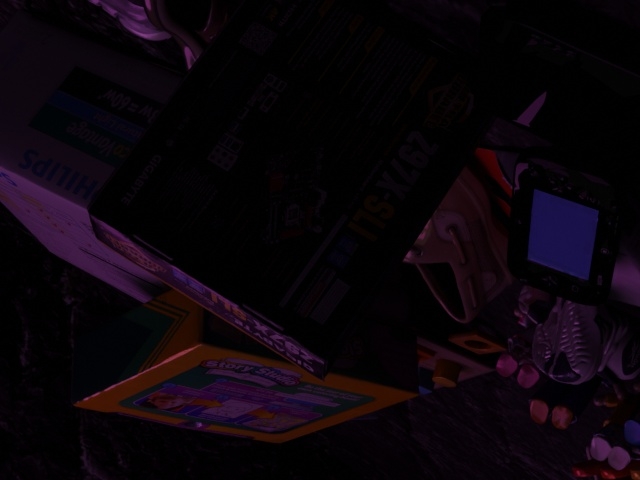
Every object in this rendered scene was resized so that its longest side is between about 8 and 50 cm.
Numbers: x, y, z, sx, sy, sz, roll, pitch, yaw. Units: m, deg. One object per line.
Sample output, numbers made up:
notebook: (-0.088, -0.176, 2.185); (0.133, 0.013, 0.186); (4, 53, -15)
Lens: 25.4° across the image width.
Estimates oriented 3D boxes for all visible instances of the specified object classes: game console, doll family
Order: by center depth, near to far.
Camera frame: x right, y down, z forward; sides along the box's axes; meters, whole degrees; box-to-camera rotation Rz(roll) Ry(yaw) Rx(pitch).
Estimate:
game console: (0.234, -0.051, 1.251); (0.213, 0.044, 0.361); (29, 151, 23)
doll family: (0.332, 0.176, 1.676); (0.263, 0.163, 0.118); (27, 131, 25)

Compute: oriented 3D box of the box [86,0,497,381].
box: (-0.017, -0.074, 1.302); (0.257, 0.322, 0.079); (31, 163, 8)

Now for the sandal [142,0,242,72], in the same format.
sandal: (-0.109, -0.240, 1.434); (0.086, 0.120, 0.303); (-1, 156, 14)

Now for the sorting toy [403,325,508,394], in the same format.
sorting toy: (0.141, 0.185, 2.105); (0.196, 0.047, 0.348); (20, 158, -19)

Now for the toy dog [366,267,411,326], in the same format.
toy dog: (0.000, 0.000, 1.898); (0.220, 0.161, 0.334); (16, 171, 28)

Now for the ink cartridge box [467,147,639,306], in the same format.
ink cartridge box: (0.241, -0.016, 1.458); (0.232, 0.066, 0.189); (8, 151, 49)

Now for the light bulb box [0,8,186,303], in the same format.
light bulb box: (-0.280, -0.089, 1.970); (0.358, 0.225, 0.361); (25, 162, 31)

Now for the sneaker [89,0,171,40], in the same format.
sneaker: (-0.241, -0.309, 1.529); (0.229, 0.086, 0.132); (25, 161, -7)

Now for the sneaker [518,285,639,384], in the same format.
sneaker: (0.307, 0.108, 1.533); (0.153, 0.094, 0.235); (25, -169, -10)

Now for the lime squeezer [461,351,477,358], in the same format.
lime squeezer: (0.158, 0.188, 2.274); (0.110, 0.059, 0.310); (5, 165, -8)

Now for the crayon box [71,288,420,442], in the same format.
crayon box: (-0.102, 0.171, 1.935); (0.363, 0.106, 0.313); (17, 150, -36)

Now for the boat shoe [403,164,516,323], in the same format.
boat shoe: (0.119, -0.021, 1.554); (0.122, 0.110, 0.341); (31, 168, 46)

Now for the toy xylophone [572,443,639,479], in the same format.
toy xylophone: (0.463, 0.272, 1.684); (0.323, 0.236, 0.081); (-13, 88, 64)

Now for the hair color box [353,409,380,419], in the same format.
hair color box: (-0.070, 0.222, 2.387); (0.185, 0.113, 0.374); (21, -170, 39)
